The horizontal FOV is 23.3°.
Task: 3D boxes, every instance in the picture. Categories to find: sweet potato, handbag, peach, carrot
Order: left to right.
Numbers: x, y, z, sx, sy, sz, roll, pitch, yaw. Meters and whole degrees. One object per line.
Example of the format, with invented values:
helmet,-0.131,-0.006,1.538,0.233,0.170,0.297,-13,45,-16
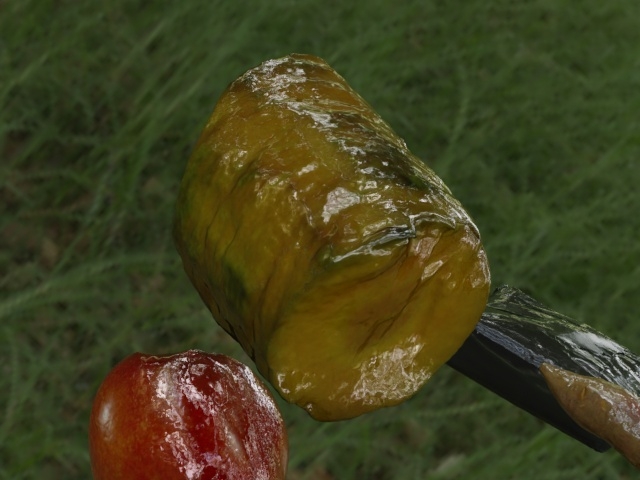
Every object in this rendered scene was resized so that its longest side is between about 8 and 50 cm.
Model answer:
peach,-0.157,0.257,1.897,0.245,0.248,0.274,50,-18,45
carrot,0.000,0.000,1.393,0.241,0.241,0.340,23,17,-35
handbag,0.283,0.137,1.842,0.247,0.080,0.223,30,24,17
sweet potato,0.282,0.170,1.373,0.218,0.065,0.051,28,37,31
